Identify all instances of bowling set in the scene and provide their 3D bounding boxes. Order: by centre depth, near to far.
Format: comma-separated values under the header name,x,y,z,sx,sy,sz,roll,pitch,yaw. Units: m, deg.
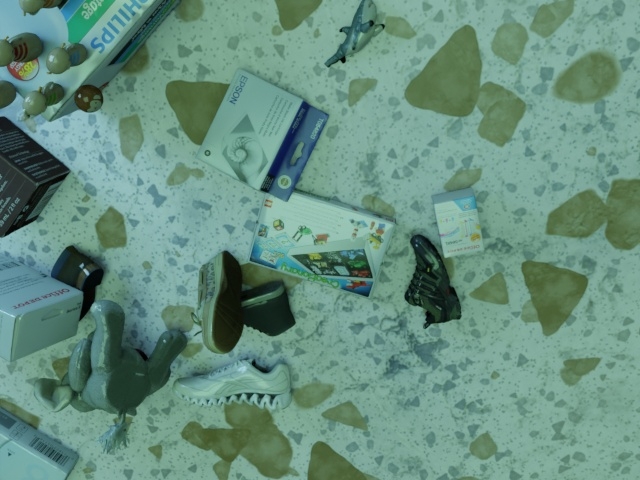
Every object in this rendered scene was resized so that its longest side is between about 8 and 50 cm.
name,x,y,z,sx,sy,sz,roll,pitch,yaw
bowling set,-0.497,-0.309,1.290,0.199,0.154,0.287,30,110,-8

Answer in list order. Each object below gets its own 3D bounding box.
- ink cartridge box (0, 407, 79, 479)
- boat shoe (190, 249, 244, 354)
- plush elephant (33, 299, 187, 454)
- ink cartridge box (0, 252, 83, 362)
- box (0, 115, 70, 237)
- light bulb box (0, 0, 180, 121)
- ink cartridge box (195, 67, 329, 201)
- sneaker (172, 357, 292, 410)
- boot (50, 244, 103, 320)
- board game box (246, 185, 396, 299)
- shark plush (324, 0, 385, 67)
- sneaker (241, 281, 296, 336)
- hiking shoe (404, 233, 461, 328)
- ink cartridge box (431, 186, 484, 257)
name,x,y,z,sx,sy,sz,roll,pitch,yaw
ink cartridge box,-0.871,0.653,1.893,0.308,0.091,0.385,33,106,-4
boat shoe,-0.233,0.146,1.583,0.089,0.285,0.105,-25,125,18
plush elephant,-0.518,0.320,1.690,0.255,0.271,0.330,1,74,41
ink cartridge box,-0.728,0.144,1.618,0.289,0.211,0.122,21,109,19
box,-0.718,-0.145,1.591,0.203,0.167,0.168,39,107,-6
light bulb box,-0.534,-0.500,1.422,0.358,0.225,0.361,-42,103,16
ink cartridge box,-0.126,-0.227,1.540,0.223,0.045,0.223,26,95,0
sneaker,-0.214,0.342,1.729,0.291,0.110,0.119,1,100,-3
boot,-0.608,0.116,1.724,0.106,0.082,0.219,42,116,18
board game box,0.000,0.000,1.620,0.305,0.053,0.193,17,107,1
shark plush,0.069,-0.432,1.498,0.067,0.073,0.161,49,128,11
sneaker,-0.175,0.185,1.680,0.221,0.083,0.118,-15,110,13
hiking shoe,0.237,0.098,1.608,0.114,0.086,0.227,-23,104,9
ink cartridge box,0.305,-0.032,1.559,0.092,0.090,0.143,-12,105,9
